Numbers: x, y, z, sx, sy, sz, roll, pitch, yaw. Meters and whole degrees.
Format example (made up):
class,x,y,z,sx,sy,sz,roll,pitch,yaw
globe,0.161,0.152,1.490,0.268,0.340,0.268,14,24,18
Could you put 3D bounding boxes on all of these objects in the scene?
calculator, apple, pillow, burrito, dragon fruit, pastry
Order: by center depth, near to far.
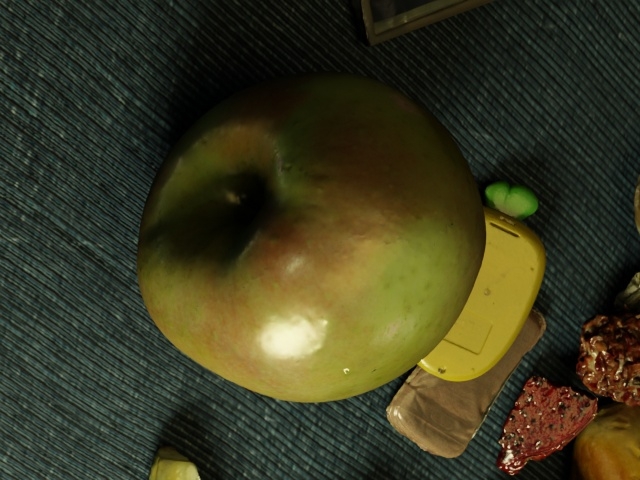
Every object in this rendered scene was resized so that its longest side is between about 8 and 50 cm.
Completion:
class,x,y,z,sx,sy,sz,roll,pitch,yaw
apple,0.000,0.000,1.422,0.277,0.319,0.319,32,87,-50
calculator,0.175,0.043,1.673,0.146,0.032,0.235,24,88,-16
pillow,0.168,0.147,1.724,0.135,0.034,0.211,38,86,-34
dragon fruit,0.265,0.224,1.804,0.097,0.063,0.131,27,95,-4
pastry,0.399,0.143,1.806,0.208,0.115,0.097,2,146,-22
burrito,0.457,0.082,1.860,0.229,0.058,0.063,13,93,-35

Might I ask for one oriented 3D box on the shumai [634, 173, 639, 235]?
class,x,y,z,sx,sy,sz,roll,pitch,yaw
shumai,0.460,-0.025,1.755,0.161,0.153,0.210,-10,94,-25

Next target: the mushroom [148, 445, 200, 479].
class,x,y,z,sx,sy,sz,roll,pitch,yaw
mushroom,-0.133,0.378,1.590,0.107,0.087,0.333,-5,105,-28

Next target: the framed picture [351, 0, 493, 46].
class,x,y,z,sx,sy,sz,roll,pitch,yaw
framed picture,0.097,-0.348,1.539,0.189,0.023,0.260,-23,115,-26

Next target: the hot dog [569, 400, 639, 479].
class,x,y,z,sx,sy,sz,roll,pitch,yaw
hot dog,0.417,0.405,1.838,0.185,0.223,0.405,-5,107,-26
